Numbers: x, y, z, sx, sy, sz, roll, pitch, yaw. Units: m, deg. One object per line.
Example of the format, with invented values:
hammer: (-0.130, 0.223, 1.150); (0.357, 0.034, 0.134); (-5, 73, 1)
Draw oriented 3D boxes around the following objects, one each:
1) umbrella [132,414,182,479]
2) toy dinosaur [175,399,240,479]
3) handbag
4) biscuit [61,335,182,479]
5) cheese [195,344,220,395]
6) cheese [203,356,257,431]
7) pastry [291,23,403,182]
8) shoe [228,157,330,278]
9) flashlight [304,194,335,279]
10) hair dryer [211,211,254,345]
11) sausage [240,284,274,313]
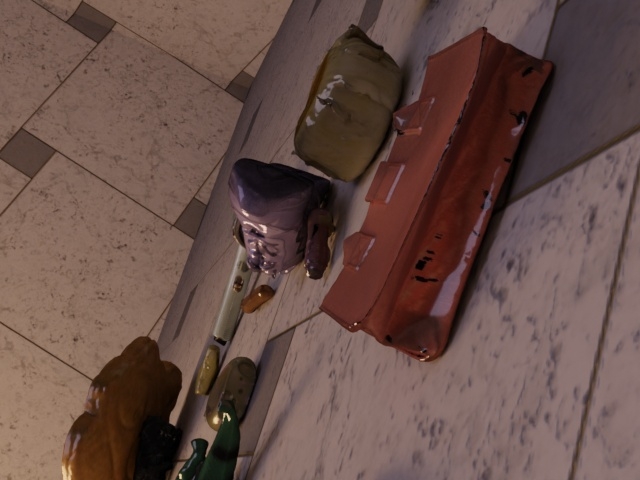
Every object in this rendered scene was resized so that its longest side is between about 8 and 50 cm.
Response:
umbrella: (-0.288, 0.407, 1.553); (0.071, 0.080, 0.224); (-8, 57, 37)
toy dinosaur: (-0.130, 0.267, 1.014); (0.120, 0.079, 0.292); (-104, 35, -64)
handbag: (0.073, -0.032, 0.642); (0.212, 0.059, 0.157); (-67, 12, -2)
biscuit: (-0.327, 0.325, 1.620); (0.376, 0.051, 0.269); (-51, -37, -61)
cheese: (-0.180, 0.208, 1.493); (0.044, 0.030, 0.083); (-169, 95, -73)
cheese: (-0.128, 0.209, 1.214); (0.192, 0.037, 0.097); (135, 156, -66)
pastry: (0.028, -0.144, 1.014); (0.166, 0.088, 0.166); (-157, 90, -79)
shoe: (-0.057, -0.019, 1.088); (0.245, 0.095, 0.138); (-17, -58, -78)
flashlight: (0.000, 0.000, 1.022); (0.110, 0.031, 0.052); (-86, -4, -48)
hair dryer: (-0.124, 0.053, 1.485); (0.131, 0.073, 0.236); (-128, 52, -80)
sausage: (-0.089, 0.082, 1.310); (0.116, 0.026, 0.026); (141, 149, -67)
